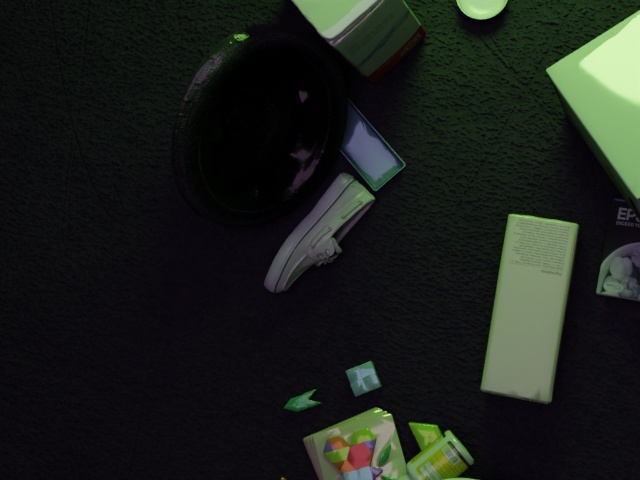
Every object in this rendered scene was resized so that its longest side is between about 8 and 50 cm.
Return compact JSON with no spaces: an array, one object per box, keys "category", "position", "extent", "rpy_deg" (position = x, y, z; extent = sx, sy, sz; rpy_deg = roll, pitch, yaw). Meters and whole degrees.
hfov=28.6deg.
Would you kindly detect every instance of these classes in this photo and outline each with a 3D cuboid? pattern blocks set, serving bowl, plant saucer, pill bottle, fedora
[{"category":"pattern blocks set","position":[0.066,0.371,1.983],"extent":[0.285,0.026,0.325],"rpy_deg":[-32,80,7]},{"category":"serving bowl","position":[0.258,-0.389,2.000],"extent":[0.083,0.027,0.083],"rpy_deg":[-1,86,12]},{"category":"plant saucer","position":[0.054,-0.170,2.031],"extent":[0.067,0.018,0.192],"rpy_deg":[-41,78,6]},{"category":"pill bottle","position":[0.172,0.350,1.921],"extent":[0.116,0.065,0.065],"rpy_deg":[-39,79,1]},{"category":"fedora","position":[-0.117,-0.195,1.980],"extent":[0.334,0.334,0.152],"rpy_deg":[-52,40,4]}]

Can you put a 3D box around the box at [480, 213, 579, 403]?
[{"category":"box","position":[0.321,0.103,1.917],"extent":[0.113,0.094,0.275],"rpy_deg":[10,88,12]}]

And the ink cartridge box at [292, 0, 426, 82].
[{"category":"ink cartridge box","position":[0.027,-0.380,1.904],"extent":[0.131,0.306,0.226],"rpy_deg":[-41,80,6]}]

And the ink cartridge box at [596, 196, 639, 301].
[{"category":"ink cartridge box","position":[0.529,-0.003,1.871],"extent":[0.206,0.045,0.208],"rpy_deg":[9,87,36]}]

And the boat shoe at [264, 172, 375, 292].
[{"category":"boat shoe","position":[0.000,0.000,1.995],"extent":[0.076,0.083,0.226],"rpy_deg":[36,93,13]}]

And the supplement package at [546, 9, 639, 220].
[{"category":"supplement package","position":[0.491,-0.180,1.837],"extent":[0.204,0.145,0.262],"rpy_deg":[-32,59,7]}]

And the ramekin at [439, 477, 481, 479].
[{"category":"ramekin","position":[0.197,0.499,1.841],"extent":[0.277,0.135,0.277],"rpy_deg":[6,64,-12]}]
